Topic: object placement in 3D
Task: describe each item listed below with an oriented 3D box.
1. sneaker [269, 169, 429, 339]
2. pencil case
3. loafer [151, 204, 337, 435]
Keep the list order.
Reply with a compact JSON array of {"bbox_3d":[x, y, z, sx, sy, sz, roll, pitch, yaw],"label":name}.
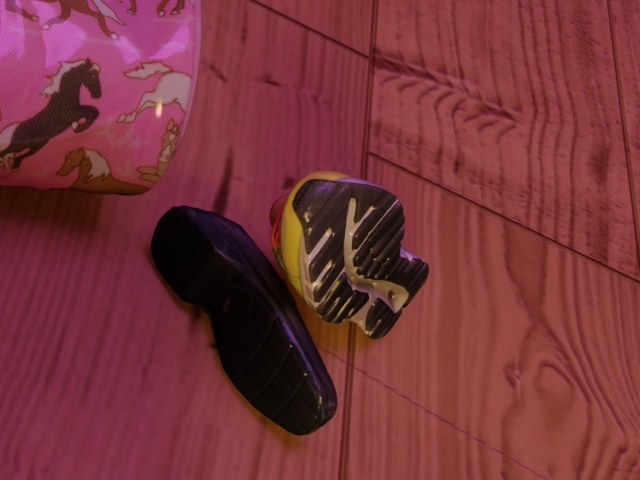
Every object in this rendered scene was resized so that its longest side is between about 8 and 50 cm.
[{"bbox_3d":[0.000,0.000,1.070,0.094,0.081,0.208,37,-8,20],"label":"sneaker"},{"bbox_3d":[-0.256,-0.125,0.984,0.386,0.167,0.160,10,6,-32],"label":"pencil case"},{"bbox_3d":[-0.034,0.044,1.056,0.061,0.062,0.170,-5,53,-48],"label":"loafer"}]
